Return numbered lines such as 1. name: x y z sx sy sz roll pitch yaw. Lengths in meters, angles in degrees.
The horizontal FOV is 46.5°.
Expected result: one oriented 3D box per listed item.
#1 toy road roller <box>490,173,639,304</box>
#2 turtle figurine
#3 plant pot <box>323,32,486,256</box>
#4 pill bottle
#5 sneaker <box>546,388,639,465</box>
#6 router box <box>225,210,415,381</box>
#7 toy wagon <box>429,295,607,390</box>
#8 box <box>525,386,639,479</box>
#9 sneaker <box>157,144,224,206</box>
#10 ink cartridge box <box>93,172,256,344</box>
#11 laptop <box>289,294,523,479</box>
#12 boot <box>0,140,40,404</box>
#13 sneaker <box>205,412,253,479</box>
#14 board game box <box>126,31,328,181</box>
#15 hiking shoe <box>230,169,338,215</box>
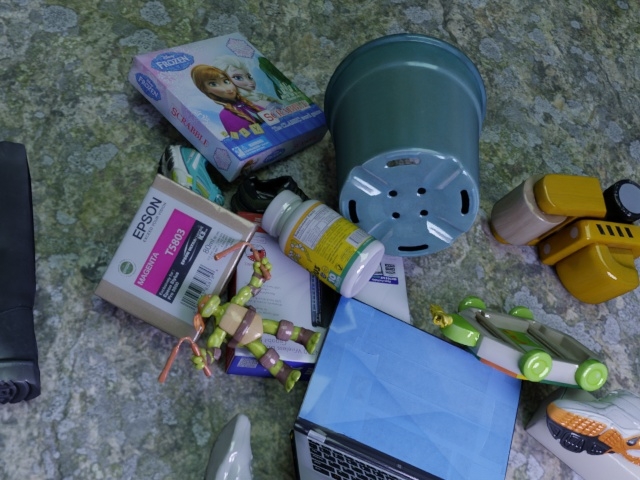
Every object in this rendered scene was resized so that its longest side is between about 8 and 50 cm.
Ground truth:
1. toy road roller: 0.552 0.003 1.609 0.329 0.202 0.241 5 66 -20
2. turtle figurine: -0.124 0.154 1.204 0.217 0.087 0.270 32 63 -4
3. plant pot: 0.167 -0.167 1.446 0.341 0.341 0.334 16 42 -10
4. pill bottle: 0.000 0.000 1.330 0.208 0.118 0.117 35 51 15
5. sneaker: 0.503 0.310 1.310 0.262 0.099 0.121 20 44 -17
6. router box: -0.003 0.110 1.389 0.335 0.082 0.301 8 55 -16
7. toy wagon: 0.350 0.185 1.387 0.344 0.068 0.267 12 14 -19
8. box: 0.531 0.393 1.381 0.275 0.113 0.094 41 52 7
9. sneaker: -0.232 -0.072 1.420 0.109 0.107 0.275 4 56 -30
10. ink cartridge box: -0.244 0.032 1.278 0.193 0.088 0.235 27 86 -2
11. laptop: 0.172 0.296 1.161 0.381 0.408 0.236 25 93 -6
12. boot: -0.629 0.037 1.154 0.366 0.146 0.445 4 59 -31
13. sneaker: -0.128 0.383 1.168 0.094 0.080 0.212 23 58 -20
14. board game box: -0.182 -0.295 1.574 0.318 0.066 0.318 44 41 12
15. hiking shoe: -0.059 -0.070 1.471 0.226 0.114 0.086 13 54 -12
